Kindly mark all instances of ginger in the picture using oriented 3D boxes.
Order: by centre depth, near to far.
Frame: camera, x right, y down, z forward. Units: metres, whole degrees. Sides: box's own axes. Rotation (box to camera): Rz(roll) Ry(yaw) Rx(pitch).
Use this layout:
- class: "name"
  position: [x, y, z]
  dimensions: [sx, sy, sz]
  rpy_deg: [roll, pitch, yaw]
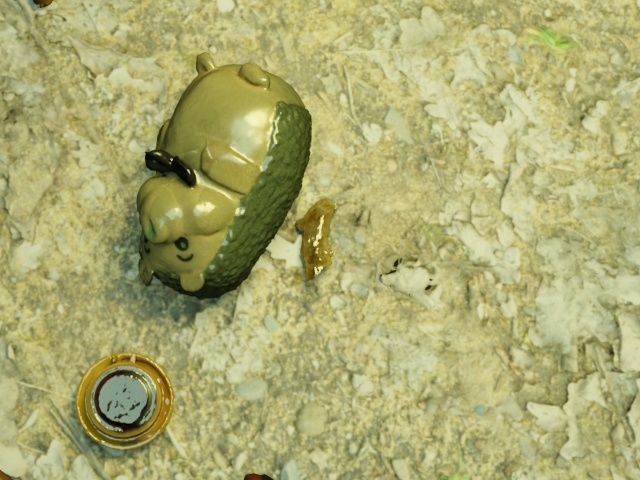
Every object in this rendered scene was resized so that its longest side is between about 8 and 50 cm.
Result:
- class: "ginger"
  position: [-0.006, 0.000, 1.779]
  dimensions: [0.057, 0.044, 0.137]
  rpy_deg: [-11, 66, 38]

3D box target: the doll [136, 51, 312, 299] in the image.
- class: "doll"
  position: [-0.151, -0.087, 1.694]
  dimensions: [0.247, 0.247, 0.350]
  rpy_deg: [18, 93, -1]

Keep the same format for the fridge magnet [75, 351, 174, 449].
- class: "fridge magnet"
  position: [-0.284, 0.233, 1.703]
  dimensions: [0.143, 0.063, 0.143]
  rpy_deg: [1, 77, -6]

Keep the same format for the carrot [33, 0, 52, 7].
- class: "carrot"
  position: [-0.409, -0.437, 1.835]
  dimensions: [0.035, 0.036, 0.165]
  rpy_deg: [21, 76, 0]

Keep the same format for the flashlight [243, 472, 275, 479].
- class: "flashlight"
  position: [-0.005, 0.400, 1.686]
  dimensions: [0.232, 0.093, 0.093]
  rpy_deg: [14, 79, -6]

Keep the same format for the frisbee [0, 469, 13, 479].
- class: "frisbee"
  position: [-0.529, 0.436, 1.671]
  dimensions: [0.250, 0.021, 0.251]
  rpy_deg: [0, 80, -3]
